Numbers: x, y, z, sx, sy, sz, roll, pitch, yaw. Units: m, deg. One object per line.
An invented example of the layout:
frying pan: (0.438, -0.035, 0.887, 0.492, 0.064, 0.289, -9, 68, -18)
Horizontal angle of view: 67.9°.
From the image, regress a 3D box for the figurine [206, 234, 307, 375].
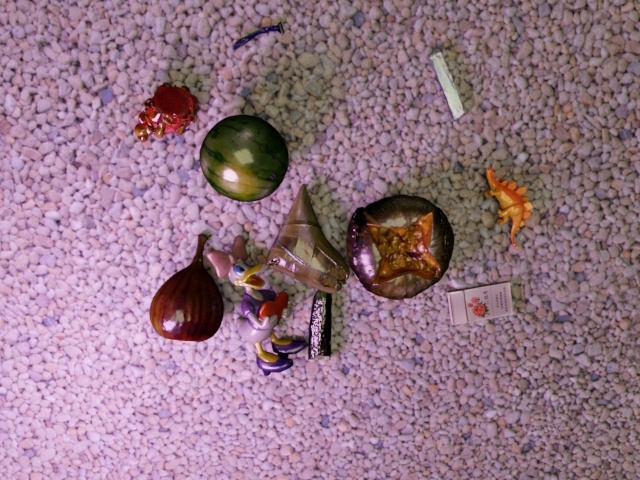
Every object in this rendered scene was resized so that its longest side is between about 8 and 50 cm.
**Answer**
figurine: (-0.190, 0.198, 1.425, 0.194, 0.154, 0.420, -2, 111, 36)

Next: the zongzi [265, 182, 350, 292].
zongzi: (0.000, 0.000, 1.410, 0.251, 0.125, 0.274, 24, 91, -4)

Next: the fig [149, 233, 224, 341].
fig: (-0.386, 0.133, 1.399, 0.217, 0.217, 0.320, 4, 79, -2)

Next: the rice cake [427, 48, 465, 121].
rice cake: (0.371, -0.454, 1.392, 0.043, 0.034, 0.210, -23, 99, 10)

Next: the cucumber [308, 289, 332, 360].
cucumber: (0.000, 0.262, 1.473, 0.075, 0.074, 0.241, 2, 97, -2)

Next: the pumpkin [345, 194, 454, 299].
pumpkin: (0.229, 0.020, 1.382, 0.321, 0.192, 0.319, 0, 97, -3)

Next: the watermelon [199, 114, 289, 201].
watermelon: (-0.208, -0.225, 1.308, 0.243, 0.242, 0.242, 0, 99, -2)

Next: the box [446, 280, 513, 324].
box: (0.503, 0.198, 1.500, 0.199, 0.029, 0.109, -10, 99, -1)

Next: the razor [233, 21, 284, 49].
razor: (-0.181, -0.585, 1.360, 0.155, 0.044, 0.028, -21, 69, 4)

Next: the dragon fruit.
dragon fruit: (-0.441, -0.350, 1.341, 0.208, 0.150, 0.133, -37, 69, 10)

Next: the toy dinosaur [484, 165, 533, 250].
toy dinosaur: (0.582, -0.107, 1.439, 0.117, 0.070, 0.288, -30, 103, 3)
